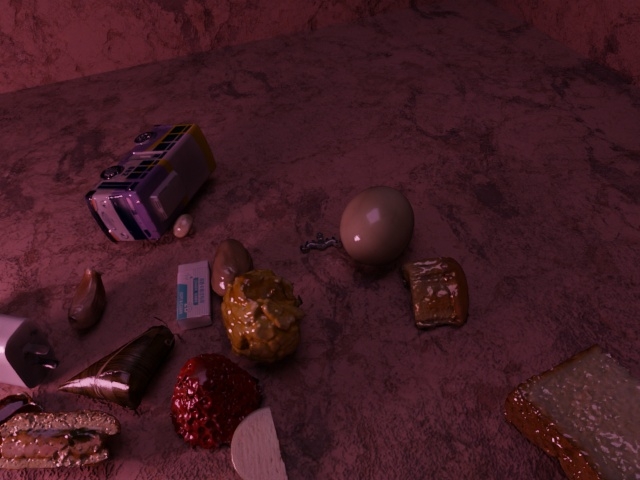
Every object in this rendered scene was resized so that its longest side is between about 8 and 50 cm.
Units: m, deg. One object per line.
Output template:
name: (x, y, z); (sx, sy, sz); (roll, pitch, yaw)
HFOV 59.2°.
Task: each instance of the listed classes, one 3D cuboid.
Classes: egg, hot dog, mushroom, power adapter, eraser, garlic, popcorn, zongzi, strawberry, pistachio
egg: (0.168, -0.044, 1.678); (0.219, 0.219, 0.269); (19, 47, 25)
hot dog: (-0.794, 0.459, 1.333); (0.270, 0.082, 0.162); (-30, 46, -23)
mushroom: (-0.451, -0.047, 1.864); (0.067, 0.083, 0.084); (29, 34, -26)
power adapter: (-0.794, 0.284, 1.448); (0.255, 0.187, 0.124); (7, 44, 14)
eraser: (-0.365, 0.156, 1.641); (0.095, 0.052, 0.225); (-11, 43, -2)
garlic: (-0.670, 0.183, 1.589); (0.090, 0.129, 0.198); (13, 40, -3)
popcorn: (-0.138, 0.193, 1.454); (0.225, 0.250, 0.249); (-2, 39, -22)
zongzi: (-0.519, 0.304, 1.461); (0.240, 0.111, 0.248); (3, 37, 19)
strawberry: (-0.250, 0.355, 1.320); (0.233, 0.178, 0.234); (-1, 48, 2)
pistachio: (-0.264, 0.080, 1.667); (0.135, 0.136, 0.226); (-10, 36, -5)

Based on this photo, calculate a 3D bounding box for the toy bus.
toy bus: (-0.559, -0.199, 1.921); (0.249, 0.210, 0.440); (3, 42, 24)

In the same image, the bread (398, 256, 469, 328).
bread: (0.315, 0.108, 1.555); (0.174, 0.133, 0.252); (-6, 42, 3)

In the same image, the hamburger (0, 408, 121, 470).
hamburger: (-0.580, 0.449, 1.284); (0.261, 0.131, 0.124); (-1, 76, -2)

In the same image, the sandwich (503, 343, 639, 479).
sandwich: (0.600, 0.403, 1.198); (0.262, 0.131, 0.325); (-22, 42, -19)

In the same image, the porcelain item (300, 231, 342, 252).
porcelain item: (0.000, 0.000, 1.794); (0.136, 0.021, 0.075); (-8, 42, -2)

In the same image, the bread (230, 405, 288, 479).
bread: (-0.143, 0.475, 1.257); (0.112, 0.036, 0.193); (-13, 54, -11)
